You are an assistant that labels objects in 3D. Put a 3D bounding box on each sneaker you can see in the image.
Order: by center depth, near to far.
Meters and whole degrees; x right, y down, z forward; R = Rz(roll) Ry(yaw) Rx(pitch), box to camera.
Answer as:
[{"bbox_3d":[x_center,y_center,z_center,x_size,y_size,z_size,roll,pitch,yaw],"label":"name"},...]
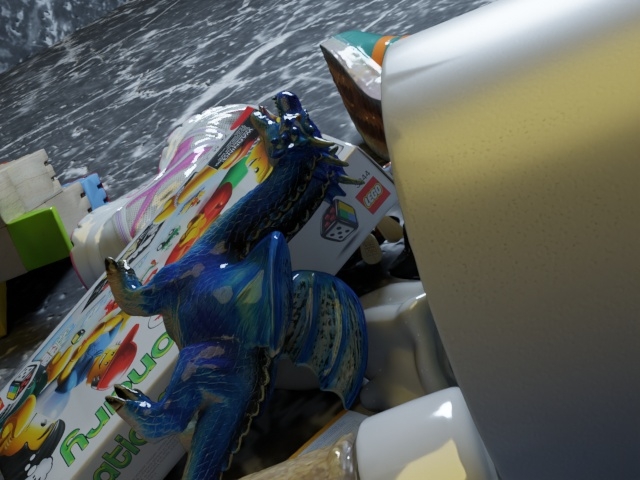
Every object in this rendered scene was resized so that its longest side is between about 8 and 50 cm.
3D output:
[{"bbox_3d":[0.098,-0.134,1.090,0.121,0.108,0.302,-29,30,-9],"label":"sneaker"},{"bbox_3d":[-0.103,-0.035,1.106,0.111,0.103,0.252,2,41,43],"label":"sneaker"}]

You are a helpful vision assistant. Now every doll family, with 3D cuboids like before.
[{"bbox_3d":[0.000,0.000,0.924,0.193,0.076,0.111,-28,-3,-23],"label":"doll family"}]

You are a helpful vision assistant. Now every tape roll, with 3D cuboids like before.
[{"bbox_3d":[0.150,-0.003,0.533,0.169,0.246,0.246,-19,23,17],"label":"tape roll"}]

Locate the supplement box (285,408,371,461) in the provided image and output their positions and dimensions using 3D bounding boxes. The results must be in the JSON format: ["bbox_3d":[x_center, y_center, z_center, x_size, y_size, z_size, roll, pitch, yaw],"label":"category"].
[{"bbox_3d":[0.027,0.129,0.650,0.062,0.036,0.098,-38,23,-25],"label":"supplement box"}]

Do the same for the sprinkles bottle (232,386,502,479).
[{"bbox_3d":[-0.077,0.180,0.539,0.355,0.121,0.121,-23,22,10],"label":"sprinkles bottle"}]

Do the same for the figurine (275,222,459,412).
[{"bbox_3d":[0.072,0.033,0.775,0.215,0.092,0.209,-38,16,-26],"label":"figurine"}]

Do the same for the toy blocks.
[{"bbox_3d":[-0.395,0.000,1.283,0.381,0.190,0.261,-20,11,15],"label":"toy blocks"}]

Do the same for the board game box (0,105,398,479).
[{"bbox_3d":[-0.097,0.050,0.820,0.305,0.053,0.193,-50,27,-6],"label":"board game box"}]

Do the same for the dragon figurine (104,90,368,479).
[{"bbox_3d":[-0.032,0.049,0.648,0.144,0.085,0.289,-26,49,21],"label":"dragon figurine"}]
